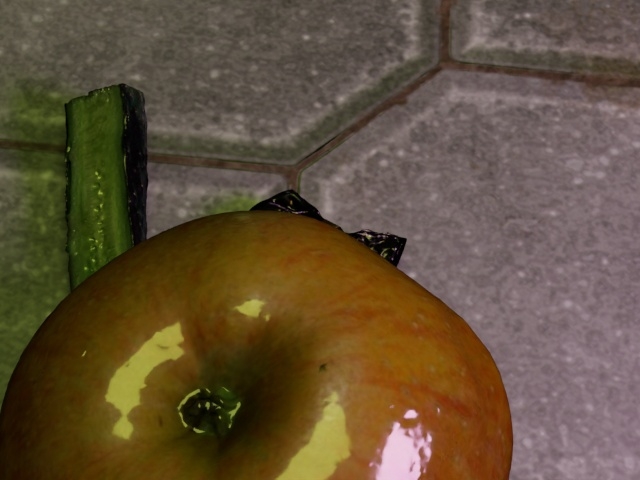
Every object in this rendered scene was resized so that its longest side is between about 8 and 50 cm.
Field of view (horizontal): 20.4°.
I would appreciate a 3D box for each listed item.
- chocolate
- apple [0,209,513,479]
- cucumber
[{"bbox_3d":[0.002,-0.002,1.606,0.147,0.070,0.072,20,54,0],"label":"chocolate"},{"bbox_3d":[-0.050,0.165,1.343,0.400,0.333,0.400,4,58,-6],"label":"apple"},{"bbox_3d":[-0.186,-0.034,1.610,0.078,0.062,0.211,-17,64,22],"label":"cucumber"}]
